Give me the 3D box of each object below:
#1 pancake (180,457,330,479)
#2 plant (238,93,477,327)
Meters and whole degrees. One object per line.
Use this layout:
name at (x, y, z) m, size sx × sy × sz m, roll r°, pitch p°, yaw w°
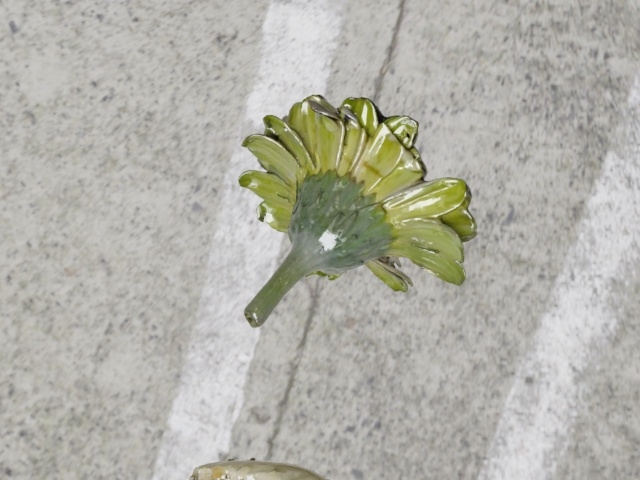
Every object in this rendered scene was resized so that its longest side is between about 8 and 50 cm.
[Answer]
pancake at (-0.033, 0.380, 1.163) m, size 0.382 × 0.071 × 0.382 m, roll 15°, pitch 133°, yaw 16°
plant at (0.011, -0.046, 1.223) m, size 0.306 × 0.297 × 0.261 m, roll 2°, pitch 97°, yaw 45°
